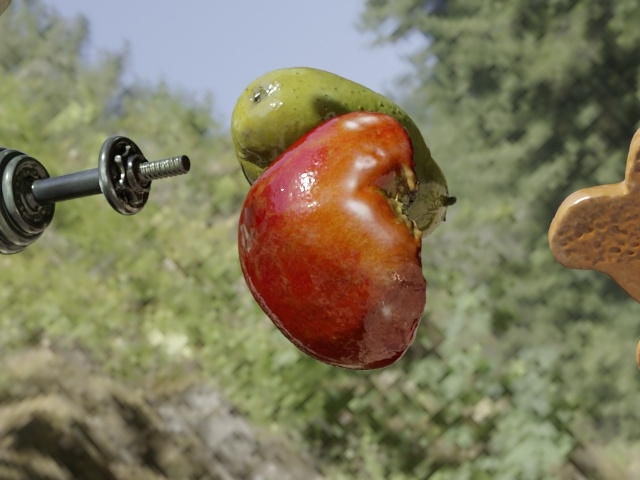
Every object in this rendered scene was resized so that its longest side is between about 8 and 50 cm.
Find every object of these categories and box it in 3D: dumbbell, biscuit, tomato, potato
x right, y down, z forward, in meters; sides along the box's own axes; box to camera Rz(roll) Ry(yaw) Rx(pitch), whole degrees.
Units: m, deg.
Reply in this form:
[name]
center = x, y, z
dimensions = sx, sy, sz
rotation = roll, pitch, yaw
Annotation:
[dumbbell]
center = -0.240, -0.055, 1.824
dimensions = 0.254, 0.110, 0.110
rotation = -11, 2, 26
[biscuit]
center = 0.356, 0.044, 1.669
dimensions = 0.205, 0.324, 0.049
rotation = -44, 11, 21
[tomato]
center = 0.000, 0.000, 1.679
dimensions = 0.139, 0.233, 0.200
rotation = 3, -28, -22
[potato]
center = 0.016, -0.076, 1.856
dimensions = 0.169, 0.143, 0.248
rotation = -37, -54, 23

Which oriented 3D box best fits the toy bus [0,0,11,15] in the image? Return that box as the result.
[toy bus]
center = -0.429, -0.264, 2.137
dimensions = 0.268, 0.092, 0.106
rotation = -67, -8, -56
